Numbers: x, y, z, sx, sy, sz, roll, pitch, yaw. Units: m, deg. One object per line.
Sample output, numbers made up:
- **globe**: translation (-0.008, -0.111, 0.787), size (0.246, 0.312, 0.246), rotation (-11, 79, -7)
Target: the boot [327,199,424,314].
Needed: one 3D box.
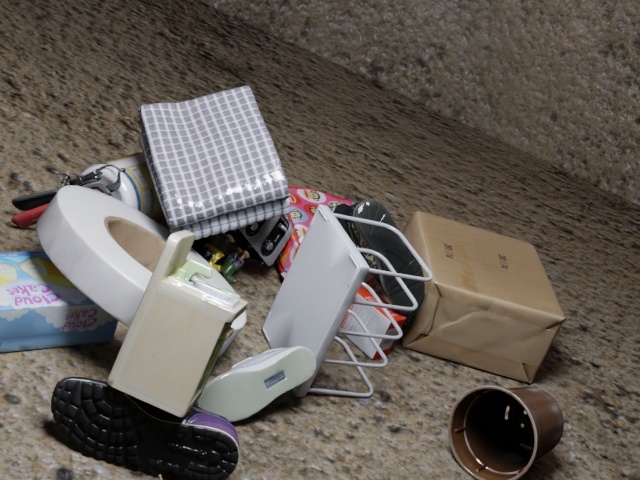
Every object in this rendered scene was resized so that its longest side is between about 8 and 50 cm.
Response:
- **boot**: translation (0.101, 0.024, 2.140), size (0.085, 0.236, 0.179), rotation (-32, 17, -18)

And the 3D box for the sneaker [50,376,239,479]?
- **sneaker**: translation (-0.258, 0.269, 1.650), size (0.283, 0.107, 0.124), rotation (23, 10, -8)

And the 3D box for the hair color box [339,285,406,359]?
- **hair color box**: translation (0.075, 0.140, 2.145), size (0.167, 0.093, 0.053), rotation (40, 29, 30)

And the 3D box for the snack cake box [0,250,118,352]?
- **snack cake box**: translation (-0.469, 0.095, 1.789), size (0.264, 0.089, 0.152), rotation (-2, 34, -42)

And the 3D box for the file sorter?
- **file sorter**: translation (0.048, 0.113, 1.965), size (0.173, 0.277, 0.193), rotation (9, 29, -31)

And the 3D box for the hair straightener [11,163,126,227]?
- **hair straightener**: translation (-0.459, -0.098, 2.038), size (0.047, 0.231, 0.089), rotation (53, 20, -54)

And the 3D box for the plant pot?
- **plant pot**: translation (0.334, 0.327, 1.942), size (0.167, 0.167, 0.165), rotation (39, 21, 29)

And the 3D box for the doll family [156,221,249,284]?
- **doll family**: translation (-0.235, 0.019, 2.133), size (0.193, 0.076, 0.111), rotation (30, 66, 28)

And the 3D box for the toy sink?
- **toy sink**: translation (-0.193, 0.118, 1.631), size (0.131, 0.234, 0.153), rotation (23, 3, 1)

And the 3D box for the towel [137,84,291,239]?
- **towel**: translation (-0.201, -0.152, 2.054), size (0.235, 0.121, 0.283), rotation (-17, 58, -8)

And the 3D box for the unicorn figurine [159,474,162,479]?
- **unicorn figurine**: translation (-0.162, 0.402, 1.504), size (0.162, 0.060, 0.111), rotation (30, 21, -25)

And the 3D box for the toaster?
- **toaster**: translation (-0.160, -0.055, 2.184), size (0.186, 0.110, 0.168), rotation (28, -18, 36)

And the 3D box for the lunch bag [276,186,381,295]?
- **lunch bag**: translation (0.000, 0.000, 2.319), size (0.258, 0.120, 0.293), rotation (13, 28, -19)

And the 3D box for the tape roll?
- **tape roll**: translation (-0.298, 0.049, 1.893), size (0.392, 0.072, 0.392), rotation (36, 11, -8)

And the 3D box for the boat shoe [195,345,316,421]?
- **boat shoe**: translation (-0.114, 0.235, 1.830), size (0.228, 0.079, 0.081), rotation (-21, 8, -32)

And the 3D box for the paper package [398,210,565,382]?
- **paper package**: translation (0.312, 0.108, 2.316), size (0.310, 0.168, 0.324), rotation (16, 27, -12)

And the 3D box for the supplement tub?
- **supplement tub**: translation (-0.366, -0.093, 2.168), size (0.144, 0.144, 0.200), rotation (32, 27, 18)
